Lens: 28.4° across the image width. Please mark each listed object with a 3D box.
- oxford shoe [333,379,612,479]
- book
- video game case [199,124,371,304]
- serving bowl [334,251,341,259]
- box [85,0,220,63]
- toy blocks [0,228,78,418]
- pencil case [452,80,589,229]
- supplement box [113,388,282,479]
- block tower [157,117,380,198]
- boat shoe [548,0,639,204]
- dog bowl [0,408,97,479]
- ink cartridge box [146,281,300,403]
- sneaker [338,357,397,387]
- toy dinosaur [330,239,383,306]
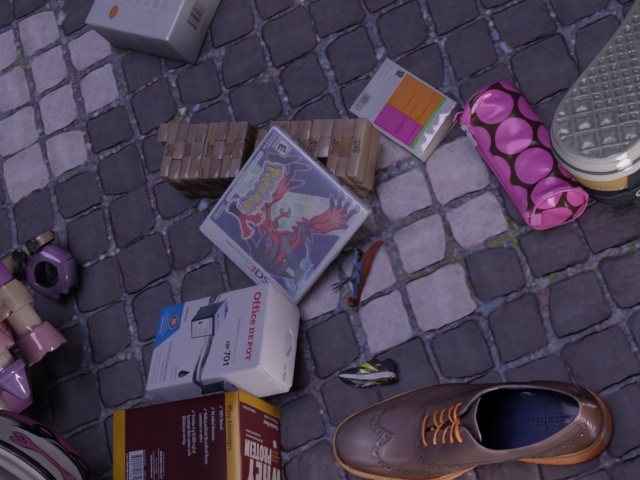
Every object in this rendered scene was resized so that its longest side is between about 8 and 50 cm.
[{"bbox_3d":[0.172,0.227,1.589,0.364,0.133,0.129,-13,68,20],"label":"oxford shoe"},{"bbox_3d":[0.121,-0.188,1.821,0.144,0.035,0.096,39,93,30],"label":"book"},{"bbox_3d":[-0.053,-0.029,1.777,0.183,0.023,0.201,43,114,11],"label":"video game case"},{"bbox_3d":[0.000,0.000,1.809,0.083,0.027,0.083,-8,69,21],"label":"serving bowl"},{"bbox_3d":[-0.266,-0.372,2.027,0.171,0.091,0.130,17,80,28],"label":"box"},{"bbox_3d":[-0.485,0.190,1.884,0.289,0.309,0.260,-35,94,23],"label":"toy blocks"},{"bbox_3d":[0.267,-0.111,1.693,0.098,0.095,0.209,-19,58,-20],"label":"pencil case"},{"bbox_3d":[-0.164,0.319,1.711,0.194,0.129,0.191,-12,67,20],"label":"supplement box"},{"bbox_3d":[-0.078,-0.118,1.851,0.336,0.091,0.097,2,72,26],"label":"block tower"},{"bbox_3d":[0.481,-0.243,1.613,0.187,0.156,0.500,35,77,33],"label":"boat shoe"},{"bbox_3d":[-0.466,0.407,1.712,0.408,0.150,0.407,3,107,10],"label":"dog bowl"},{"bbox_3d":[-0.135,0.150,1.759,0.191,0.082,0.139,-16,50,28],"label":"ink cartridge box"},{"bbox_3d":[0.065,0.178,1.718,0.083,0.031,0.035,-3,57,19],"label":"sneaker"},{"bbox_3d":[0.053,0.049,1.763,0.090,0.047,0.082,-16,84,7],"label":"toy dinosaur"}]
